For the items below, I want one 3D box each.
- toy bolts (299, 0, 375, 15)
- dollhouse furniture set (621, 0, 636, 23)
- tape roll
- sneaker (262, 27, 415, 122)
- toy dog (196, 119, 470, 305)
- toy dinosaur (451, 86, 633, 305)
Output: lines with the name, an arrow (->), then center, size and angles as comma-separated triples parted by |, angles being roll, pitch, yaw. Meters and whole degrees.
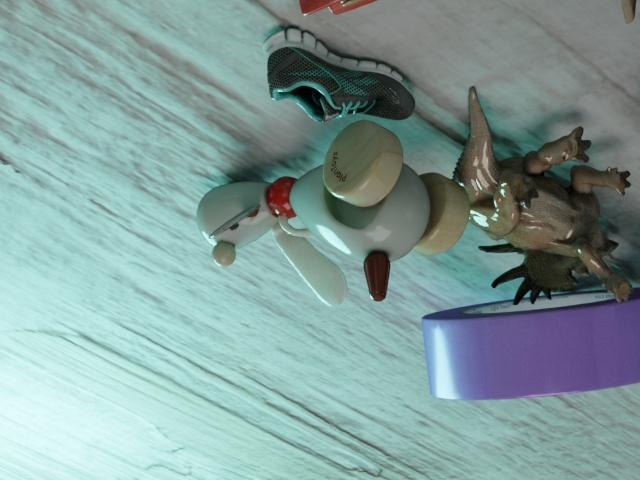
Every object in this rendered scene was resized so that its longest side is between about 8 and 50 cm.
toy bolts -> 0.072, -0.297, 1.449 | 0.228, 0.158, 0.218 | -18, -179, 17
dollhouse furniture set -> 0.359, -0.275, 1.391 | 0.262, 0.135, 0.259 | -5, 145, 15
tape roll -> 0.251, 0.111, 1.899 | 0.274, 0.090, 0.275 | -7, 180, 0
sneaker -> 0.015, -0.142, 1.694 | 0.166, 0.076, 0.065 | 19, 145, -19
toy dog -> 0.000, 0.000, 1.777 | 0.220, 0.161, 0.333 | 21, 157, -19
toy dinosaur -> 0.213, -0.027, 1.807 | 0.295, 0.127, 0.200 | 37, 156, -24
